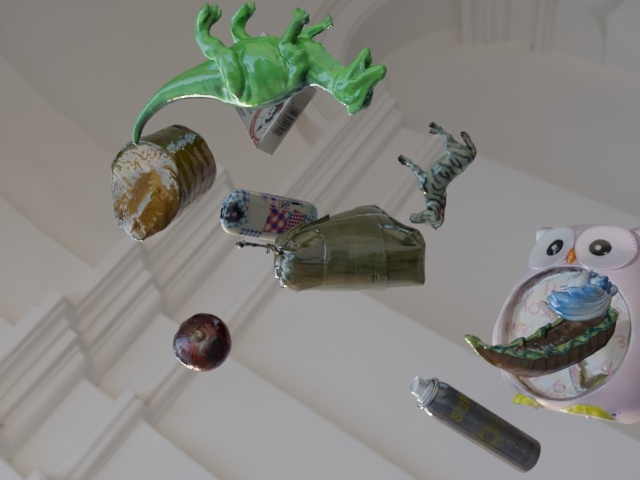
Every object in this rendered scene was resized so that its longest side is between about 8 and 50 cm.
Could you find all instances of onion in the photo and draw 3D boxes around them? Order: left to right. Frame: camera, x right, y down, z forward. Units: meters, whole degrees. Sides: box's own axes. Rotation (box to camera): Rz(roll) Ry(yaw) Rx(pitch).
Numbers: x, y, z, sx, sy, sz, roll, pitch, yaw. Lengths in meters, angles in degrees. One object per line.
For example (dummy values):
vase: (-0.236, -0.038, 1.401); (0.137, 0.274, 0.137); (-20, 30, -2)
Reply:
onion: (-0.253, 0.220, 1.517); (0.131, 0.131, 0.131); (-41, -35, -37)

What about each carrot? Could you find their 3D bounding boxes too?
carrot: (-0.438, -0.175, 1.931); (0.341, 0.241, 0.241); (-50, -26, -57)

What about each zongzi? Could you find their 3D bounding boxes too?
zongzi: (0.000, 0.000, 1.730); (0.447, 0.418, 0.181); (-1, -67, -12)

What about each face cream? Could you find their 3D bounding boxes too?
face cream: (0.296, 0.352, 1.368); (0.073, 0.283, 0.073); (-56, 7, 11)

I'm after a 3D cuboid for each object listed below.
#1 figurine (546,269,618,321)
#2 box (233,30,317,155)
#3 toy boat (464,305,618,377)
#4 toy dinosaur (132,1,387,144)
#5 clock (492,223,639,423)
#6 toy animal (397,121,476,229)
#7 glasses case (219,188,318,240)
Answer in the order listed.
figurine: (0.406, 0.089, 1.110); (0.114, 0.114, 0.079); (-2, -102, -60)
box: (-0.145, -0.408, 1.918); (0.069, 0.353, 0.214); (23, -67, -37)
toy boat: (0.357, 0.165, 1.134); (0.293, 0.108, 0.099); (-12, -83, -24)
toy dinosaur: (-0.138, -0.273, 1.428); (0.500, 0.374, 0.144); (-48, -11, 26)
clock: (0.527, 0.159, 1.369); (0.250, 0.368, 0.377); (24, -107, -42)
toy animal: (0.269, -0.167, 1.738); (0.255, 0.170, 0.090); (-65, -13, 8)
glasses case: (-0.137, -0.063, 1.942); (0.327, 0.076, 0.125); (8, -75, -44)
